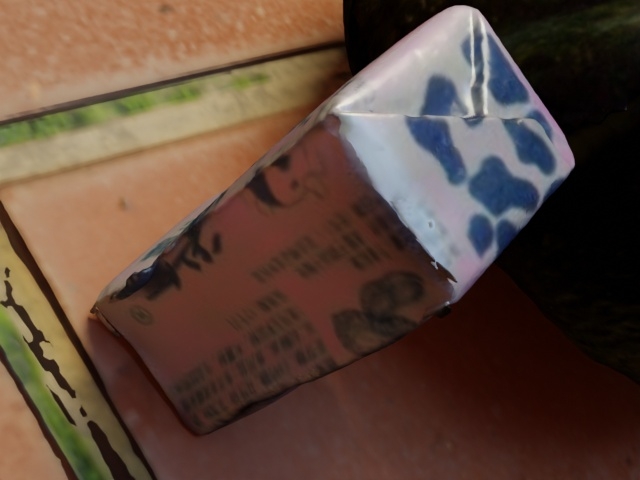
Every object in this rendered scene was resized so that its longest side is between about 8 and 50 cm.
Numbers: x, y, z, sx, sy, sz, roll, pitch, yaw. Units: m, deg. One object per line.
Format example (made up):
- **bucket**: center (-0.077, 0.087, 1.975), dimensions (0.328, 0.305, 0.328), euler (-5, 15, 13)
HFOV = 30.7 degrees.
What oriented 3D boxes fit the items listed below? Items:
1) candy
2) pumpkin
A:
- **candy**: center (0.000, 0.000, 0.398), dimensions (0.073, 0.160, 0.092), euler (51, 45, -4)
- **pumpkin**: center (0.150, -0.071, 0.538), dimensions (0.320, 0.192, 0.320), euler (39, 21, -18)
